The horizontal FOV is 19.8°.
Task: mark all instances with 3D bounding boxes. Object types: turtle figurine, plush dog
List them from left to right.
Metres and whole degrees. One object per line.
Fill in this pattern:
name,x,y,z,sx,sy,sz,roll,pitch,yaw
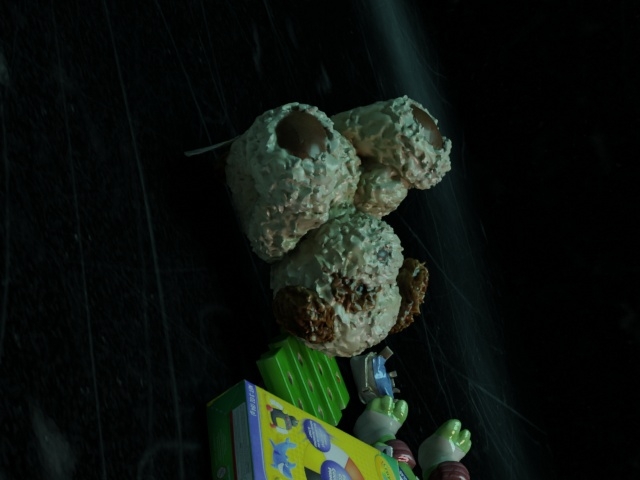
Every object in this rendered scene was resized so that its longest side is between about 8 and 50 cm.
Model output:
plush dog,0.000,0.000,1.722,0.262,0.210,0.225,-9,80,-52
turtle figurine,0.138,0.250,1.921,0.266,0.198,0.275,-109,-167,-58

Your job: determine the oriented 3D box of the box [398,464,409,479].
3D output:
box,0.045,0.308,1.610,0.136,0.036,0.225,55,37,-4

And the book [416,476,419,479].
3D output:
book,0.121,0.358,2.145,0.096,0.035,0.144,51,25,-64

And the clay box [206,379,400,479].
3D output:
clay box,0.003,0.217,1.535,0.222,0.053,0.127,30,37,-36

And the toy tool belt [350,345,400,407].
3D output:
toy tool belt,0.069,0.169,2.137,0.052,0.051,0.083,26,47,-75

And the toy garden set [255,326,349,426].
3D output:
toy garden set,-0.010,0.183,1.754,0.244,0.049,0.204,-50,119,-78
